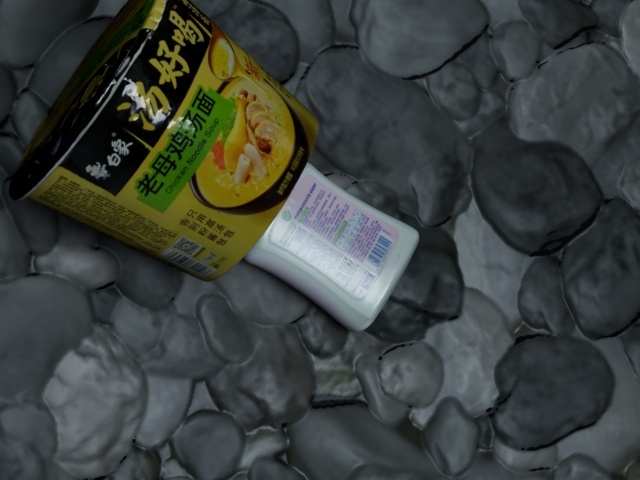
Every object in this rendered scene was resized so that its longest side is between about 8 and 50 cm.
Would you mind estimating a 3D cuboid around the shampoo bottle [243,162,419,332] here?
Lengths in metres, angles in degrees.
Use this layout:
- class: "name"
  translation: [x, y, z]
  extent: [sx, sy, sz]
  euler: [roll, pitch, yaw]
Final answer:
- class: "shampoo bottle"
  translation: [0.000, 0.000, 0.946]
  extent: [0.099, 0.043, 0.072]
  euler: [32, 71, -7]

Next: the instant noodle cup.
- class: "instant noodle cup"
  translation: [-0.083, -0.054, 0.888]
  extent: [0.122, 0.151, 0.151]
  euler: [37, 71, -19]
